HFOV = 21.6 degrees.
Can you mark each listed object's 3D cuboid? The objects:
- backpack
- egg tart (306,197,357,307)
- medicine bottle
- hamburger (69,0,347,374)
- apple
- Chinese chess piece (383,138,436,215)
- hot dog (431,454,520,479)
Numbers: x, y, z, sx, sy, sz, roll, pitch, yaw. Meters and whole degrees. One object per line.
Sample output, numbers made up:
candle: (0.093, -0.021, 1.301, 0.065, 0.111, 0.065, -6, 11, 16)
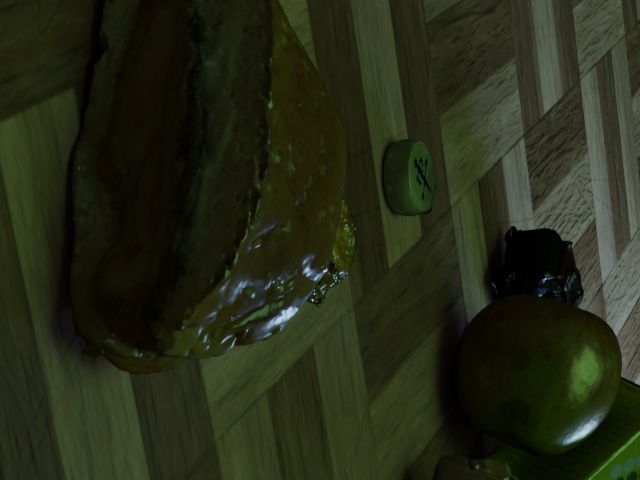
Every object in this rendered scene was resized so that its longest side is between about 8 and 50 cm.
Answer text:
backpack: (0.287, 0.072, 2.155, 0.120, 0.106, 0.165, -72, 147, -47)
egg tart: (0.000, 0.000, 1.562, 0.130, 0.052, 0.130, -2, 90, -70)
medicine bottle: (0.315, 0.289, 2.038, 0.250, 0.141, 0.137, -37, 130, -24)
hamburger: (-0.069, -0.053, 1.267, 0.209, 0.162, 0.329, 37, 50, -60)
apple: (0.252, 0.159, 1.960, 0.196, 0.196, 0.196, -2, 90, -67)
Chinese chess piece: (0.096, -0.068, 1.812, 0.084, 0.034, 0.084, -3, 90, -66)
hot dog: (0.210, 0.478, 1.776, 0.367, 0.196, 0.365, 55, 36, -33)
